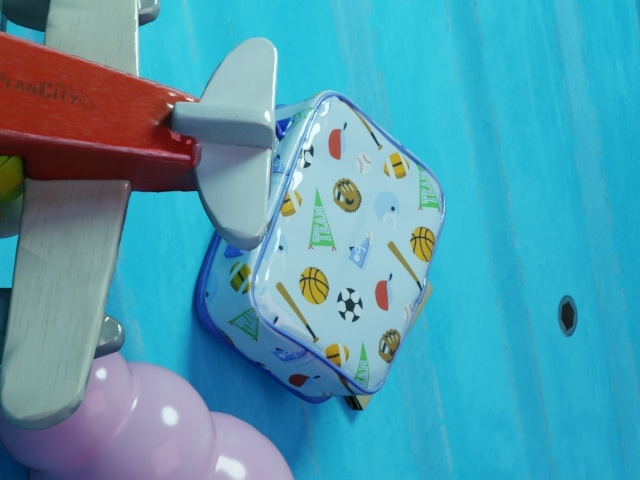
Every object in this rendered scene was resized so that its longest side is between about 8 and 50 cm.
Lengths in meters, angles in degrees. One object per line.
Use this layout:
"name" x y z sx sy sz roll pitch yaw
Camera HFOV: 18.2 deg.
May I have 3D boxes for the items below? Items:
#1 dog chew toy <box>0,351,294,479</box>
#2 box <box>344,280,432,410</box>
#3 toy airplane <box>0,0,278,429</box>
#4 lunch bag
"dog chew toy" -0.166 0.205 1.806 0.332 0.207 0.206 48 51 -31
"box" 0.050 0.064 2.257 0.201 0.021 0.164 -57 132 -38
"toy airplane" -0.220 -0.080 1.676 0.386 0.272 0.384 -36 85 -35
"lunch bag" 0.000 0.000 2.101 0.243 0.115 0.303 36 58 -32
